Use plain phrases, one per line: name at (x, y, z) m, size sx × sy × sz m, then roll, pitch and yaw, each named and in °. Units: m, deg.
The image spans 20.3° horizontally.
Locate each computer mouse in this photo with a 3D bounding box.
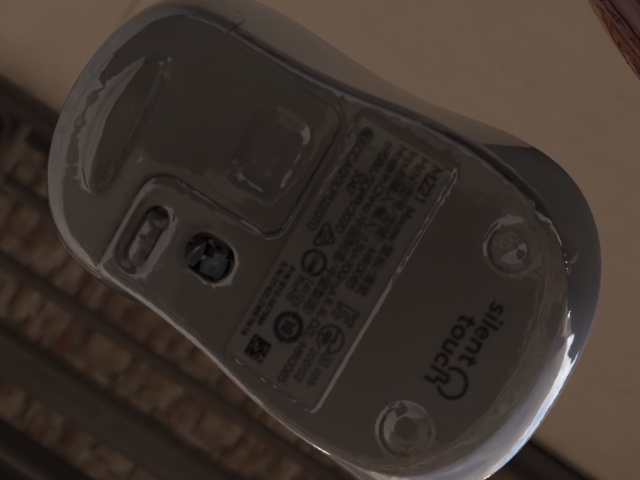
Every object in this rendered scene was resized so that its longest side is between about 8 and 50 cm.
computer mouse at (0.000, 0.000, 0.883) m, size 0.184 × 0.297 × 0.121 m, roll -63°, pitch 160°, yaw 3°

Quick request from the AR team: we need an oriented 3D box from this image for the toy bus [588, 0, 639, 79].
toy bus at (0.325, -0.042, 0.897) m, size 0.233 × 0.427 × 0.203 m, roll -37°, pitch 149°, yaw 9°
